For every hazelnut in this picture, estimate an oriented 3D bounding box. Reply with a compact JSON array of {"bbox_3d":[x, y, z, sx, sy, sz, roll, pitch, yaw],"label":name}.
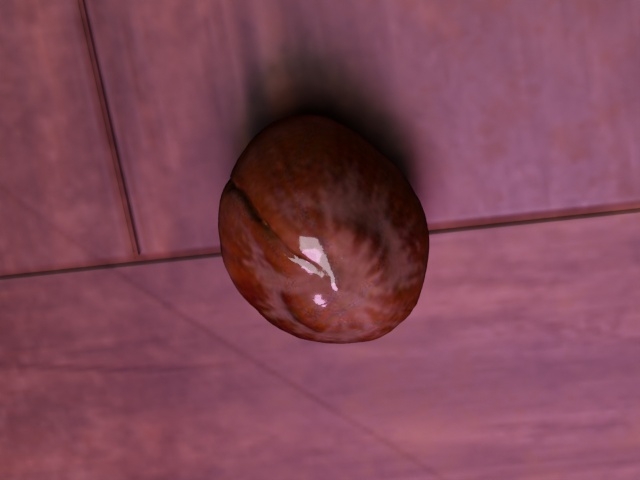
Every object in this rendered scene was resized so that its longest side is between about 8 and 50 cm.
[{"bbox_3d":[0.000,0.000,0.609,0.086,0.086,0.086,3,113,6],"label":"hazelnut"}]
